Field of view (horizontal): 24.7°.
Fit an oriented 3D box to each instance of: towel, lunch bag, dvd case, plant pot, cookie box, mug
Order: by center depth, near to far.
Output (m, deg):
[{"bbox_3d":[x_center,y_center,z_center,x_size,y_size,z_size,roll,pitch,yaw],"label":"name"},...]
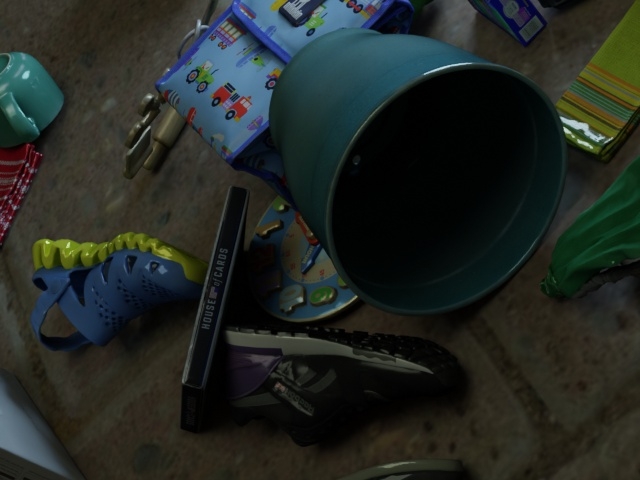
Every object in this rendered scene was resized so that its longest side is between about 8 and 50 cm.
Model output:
[{"bbox_3d":[0.075,-0.097,1.533,0.272,0.271,0.255,-50,37,3],"label":"plant pot"},{"bbox_3d":[0.334,-0.196,1.538,0.237,0.021,0.102,-53,44,0],"label":"towel"},{"bbox_3d":[-0.120,0.081,1.655,0.029,0.179,0.239,13,66,0],"label":"dvd case"},{"bbox_3d":[0.196,-0.280,1.657,0.040,0.092,0.107,-45,43,4],"label":"cookie box"},{"bbox_3d":[-0.022,-0.220,1.718,0.293,0.138,0.221,-52,41,5],"label":"lunch bag"},{"bbox_3d":[-0.447,-0.212,2.128,0.157,0.097,0.129,8,52,44],"label":"mug"},{"bbox_3d":[-0.526,-0.026,2.151,0.199,0.031,0.275,8,70,44],"label":"towel"}]

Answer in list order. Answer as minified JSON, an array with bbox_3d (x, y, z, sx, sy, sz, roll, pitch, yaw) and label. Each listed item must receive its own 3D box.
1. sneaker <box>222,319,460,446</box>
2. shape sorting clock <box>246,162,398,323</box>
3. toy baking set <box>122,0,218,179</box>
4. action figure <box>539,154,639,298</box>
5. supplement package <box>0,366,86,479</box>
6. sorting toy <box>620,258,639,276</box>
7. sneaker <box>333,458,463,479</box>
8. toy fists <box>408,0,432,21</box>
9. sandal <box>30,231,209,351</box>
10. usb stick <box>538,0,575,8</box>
[{"bbox_3d":[0.021,0.159,1.544,0.283,0.107,0.124,5,94,35],"label":"sneaker"},{"bbox_3d":[0.000,0.000,1.681,0.206,0.040,0.206,-21,52,30],"label":"shape sorting clock"},{"bbox_3d":[-0.182,-0.194,1.880,0.030,0.197,0.256,29,78,3],"label":"toy baking set"},{"bbox_3d":[0.283,-0.007,1.384,0.232,0.063,0.137,-44,31,47],"label":"action figure"},{"bbox_3d":[-0.443,0.248,1.780,0.145,0.204,0.262,-51,44,3],"label":"supplement package"},{"bbox_3d":[0.375,-0.068,1.373,0.208,0.038,0.193,-24,46,60],"label":"sorting toy"},{"bbox_3d":[0.050,0.291,1.443,0.222,0.083,0.118,-21,71,21],"label":"sneaker"},{"bbox_3d":[0.051,-0.355,1.827,0.142,0.096,0.279,-58,43,13],"label":"toy fists"},{"bbox_3d":[-0.254,0.070,1.805,0.317,0.126,0.138,-8,62,47],"label":"sandal"},{"bbox_3d":[0.352,-0.341,1.585,0.278,0.045,0.077,-26,90,26],"label":"usb stick"}]
